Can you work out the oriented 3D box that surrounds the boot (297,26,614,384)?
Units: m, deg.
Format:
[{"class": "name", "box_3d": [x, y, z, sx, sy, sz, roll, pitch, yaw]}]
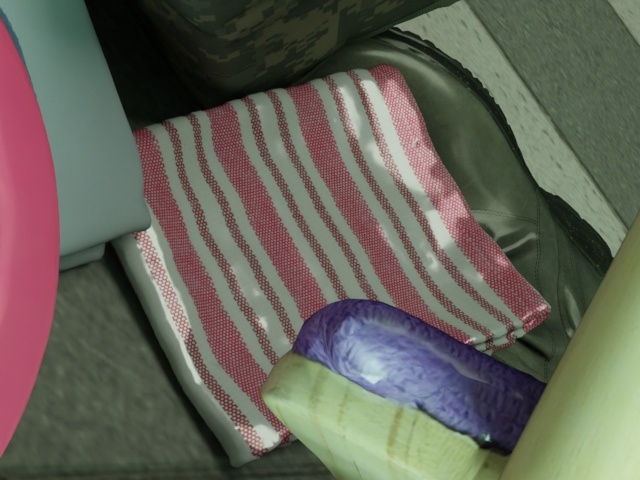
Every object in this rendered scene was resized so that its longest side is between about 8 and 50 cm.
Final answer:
[{"class": "boot", "box_3d": [0.066, 0.014, 0.848, 0.246, 0.083, 0.161, 40, 33, -26]}]

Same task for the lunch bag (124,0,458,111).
[{"class": "lunch bag", "box_3d": [-0.057, -0.220, 0.737, 0.287, 0.169, 0.235, 58, -6, 10]}]

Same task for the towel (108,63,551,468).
[{"class": "towel", "box_3d": [0.000, 0.000, 0.734, 0.197, 0.029, 0.144, -19, 73, -47]}]

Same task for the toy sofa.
[{"class": "toy sofa", "box_3d": [0.112, 0.060, 0.541, 0.177, 0.150, 0.362, 28, -14, 15]}]

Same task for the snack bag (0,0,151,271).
[{"class": "snack bag", "box_3d": [-0.185, -0.132, 0.520, 0.323, 0.037, 0.342, -24, 96, -64]}]

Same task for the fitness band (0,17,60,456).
[{"class": "fitness band", "box_3d": [-0.172, -0.025, 0.379, 0.291, 0.054, 0.209, 35, 49, -41]}]
